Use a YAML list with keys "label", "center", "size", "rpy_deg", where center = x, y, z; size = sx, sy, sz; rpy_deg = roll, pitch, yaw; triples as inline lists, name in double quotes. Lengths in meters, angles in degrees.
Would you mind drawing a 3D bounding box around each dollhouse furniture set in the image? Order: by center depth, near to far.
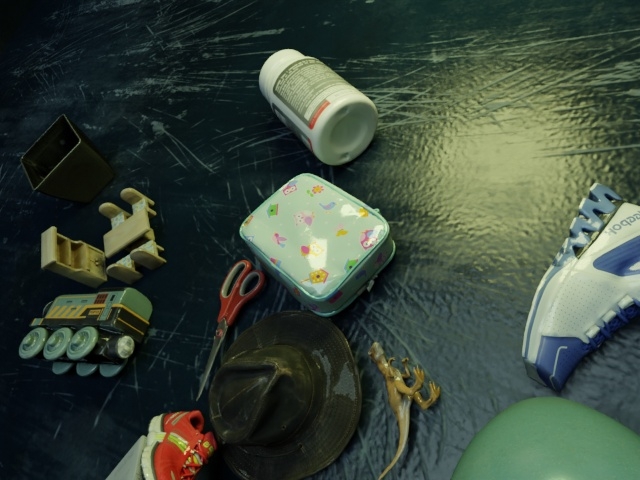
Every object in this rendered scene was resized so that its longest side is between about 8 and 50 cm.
- label: "dollhouse furniture set"
  center: [-0.542, -0.002, 1.176]
  size: [0.242, 0.161, 0.212]
  rpy_deg: [-31, 55, 11]

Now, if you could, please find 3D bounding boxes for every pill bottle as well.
- label: "pill bottle"
  center: [-0.014, -0.308, 1.049]
  size: [0.161, 0.161, 0.283]
  rpy_deg: [-42, 54, 4]

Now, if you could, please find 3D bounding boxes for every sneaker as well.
- label: "sneaker"
  center: [0.419, 0.073, 0.654]
  size: [0.182, 0.127, 0.316]
  rpy_deg: [22, 76, 36]
- label: "sneaker"
  center: [-0.236, 0.372, 0.803]
  size: [0.118, 0.108, 0.279]
  rpy_deg: [-11, 16, -14]

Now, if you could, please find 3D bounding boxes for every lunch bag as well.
- label: "lunch bag"
  center: [0.000, 0.000, 0.914]
  size: [0.224, 0.108, 0.279]
  rpy_deg: [-43, 55, -15]

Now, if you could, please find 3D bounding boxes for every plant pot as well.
- label: "plant pot"
  center: [0.283, 0.304, 0.550]
  size: [0.289, 0.291, 0.195]
  rpy_deg: [-14, 24, 22]
- label: "plant pot"
  center: [-0.726, -0.219, 1.377]
  size: [0.187, 0.167, 0.188]
  rpy_deg: [-46, 55, 0]

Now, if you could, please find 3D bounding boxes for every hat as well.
- label: "hat"
  center: [-0.101, 0.262, 0.818]
  size: [0.330, 0.134, 0.332]
  rpy_deg: [-14, 63, 28]

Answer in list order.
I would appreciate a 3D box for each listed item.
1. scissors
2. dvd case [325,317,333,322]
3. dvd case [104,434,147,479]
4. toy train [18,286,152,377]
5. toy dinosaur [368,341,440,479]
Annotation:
- label: "scissors"
  center: [-0.208, 0.177, 0.983]
  size: [0.108, 0.021, 0.297]
  rpy_deg: [14, 70, 38]
- label: "dvd case"
  center: [-0.031, 0.199, 0.898]
  size: [0.087, 0.013, 0.120]
  rpy_deg: [8, 72, 31]
- label: "dvd case"
  center: [-0.384, 0.494, 0.846]
  size: [0.180, 0.022, 0.253]
  rpy_deg: [-50, 18, -3]
- label: "toy train"
  center: [-0.551, 0.209, 1.102]
  size: [0.333, 0.142, 0.191]
  rpy_deg: [-6, 52, 27]
- label: "toy dinosaur"
  center: [0.134, 0.263, 0.763]
  size: [0.112, 0.064, 0.212]
  rpy_deg: [-36, 43, 30]
